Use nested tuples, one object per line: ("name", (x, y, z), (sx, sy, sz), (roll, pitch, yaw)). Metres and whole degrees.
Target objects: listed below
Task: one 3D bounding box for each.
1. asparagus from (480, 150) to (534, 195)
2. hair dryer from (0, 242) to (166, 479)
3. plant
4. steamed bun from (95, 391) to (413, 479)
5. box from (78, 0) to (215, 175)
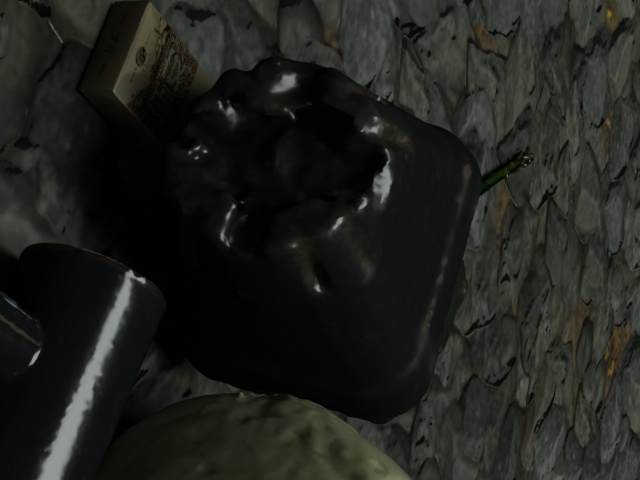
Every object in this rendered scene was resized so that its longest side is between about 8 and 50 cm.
("asparagus", (0.141, -0.050, 1.171), (0.013, 0.016, 0.166), (51, 34, 5))
("hair dryer", (-0.165, 0.029, 0.566), (0.255, 0.070, 0.128), (44, 57, -48))
("plant", (0.000, 0.000, 0.763), (0.256, 0.142, 0.164), (57, 46, -64))
("steamed bun", (0.002, 0.239, 0.694), (0.290, 0.272, 0.273), (67, 38, -48))
("box", (-0.083, -0.074, 0.727), (0.083, 0.024, 0.053), (51, 51, -55))
